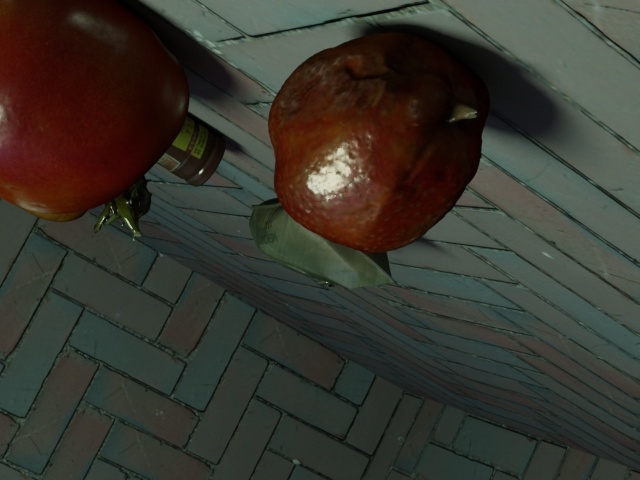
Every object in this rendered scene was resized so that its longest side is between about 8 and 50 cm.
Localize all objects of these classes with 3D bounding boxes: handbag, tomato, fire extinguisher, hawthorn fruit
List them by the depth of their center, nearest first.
[{"bbox_3d":[0.050,-0.079,0.986,0.173,0.179,0.173,40,-154,-24],"label":"hawthorn fruit"},{"bbox_3d":[-0.292,-0.153,1.306,0.298,0.226,0.298,29,169,6],"label":"tomato"},{"bbox_3d":[-0.248,-0.146,1.583,0.252,0.106,0.075,31,-173,-26],"label":"fire extinguisher"},{"bbox_3d":[0.000,0.000,1.666,0.182,0.117,0.270,43,168,-10],"label":"handbag"}]

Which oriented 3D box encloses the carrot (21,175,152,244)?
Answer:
[{"bbox_3d":[-0.367,-0.136,1.720,0.331,0.214,0.193,33,-161,-15],"label":"carrot"}]
